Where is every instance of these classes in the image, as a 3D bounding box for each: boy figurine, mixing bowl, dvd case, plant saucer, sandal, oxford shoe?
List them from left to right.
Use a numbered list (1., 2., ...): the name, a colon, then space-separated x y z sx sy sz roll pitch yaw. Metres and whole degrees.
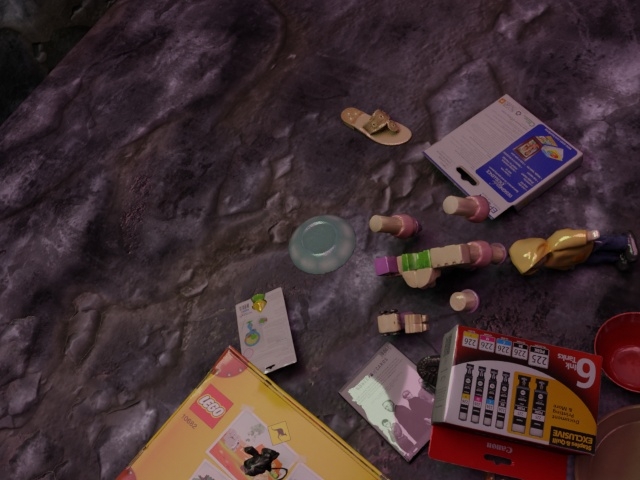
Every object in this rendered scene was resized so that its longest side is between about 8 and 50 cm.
1. plant saucer: 0.000 0.000 1.850 0.195 0.037 0.195 -8 58 13
2. sandal: 0.157 -0.357 1.996 0.240 0.079 0.088 26 70 28
3. dvd case: 0.184 0.374 1.571 0.179 0.029 0.238 -43 57 -11
4. oxford shoe: 0.333 0.307 1.534 0.227 0.096 0.083 9 92 6
5. boy figurine: 0.590 0.025 1.565 0.285 0.177 0.092 -3 63 -8
6. mixing bowl: 0.688 0.258 1.451 0.181 0.098 0.181 -8 58 13
7. plant saucer: 0.647 0.458 1.322 0.278 0.041 0.278 -27 37 22

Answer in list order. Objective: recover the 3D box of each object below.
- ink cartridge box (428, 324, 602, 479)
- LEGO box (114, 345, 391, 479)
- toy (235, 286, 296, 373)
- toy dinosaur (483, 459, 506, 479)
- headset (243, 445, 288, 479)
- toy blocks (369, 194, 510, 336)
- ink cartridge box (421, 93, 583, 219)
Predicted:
1. ink cartridge box: 0.400 0.347 1.386 0.309 0.130 0.272 12 72 1
2. LEGO box: -0.116 0.529 1.388 0.500 0.193 0.372 38 74 14
3. toy: -0.138 0.245 1.729 0.137 0.056 0.237 -22 51 7
4. toy dinosaur: 0.368 0.570 1.388 0.112 0.064 0.211 -8 46 28
5. headset: -0.183 0.549 1.181 0.243 0.185 0.394 28 84 11
6. toy blocks: 0.309 0.066 1.636 0.288 0.260 0.309 -13 78 42
7. ink cartridge box: 0.491 -0.224 1.827 0.307 0.072 0.303 -36 57 -4
